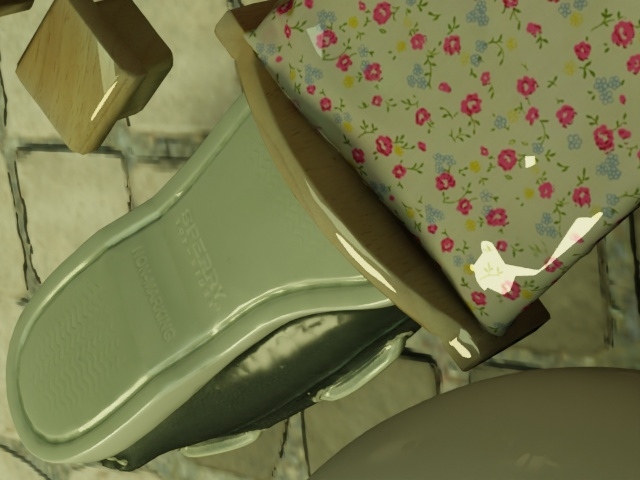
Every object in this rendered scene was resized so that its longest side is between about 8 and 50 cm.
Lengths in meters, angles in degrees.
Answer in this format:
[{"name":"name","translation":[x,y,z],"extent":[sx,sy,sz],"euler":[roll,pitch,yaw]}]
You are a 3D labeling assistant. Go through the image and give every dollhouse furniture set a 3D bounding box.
[{"name":"dollhouse furniture set","translation":[-0.021,-0.048,0.433],"extent":[0.355,0.174,0.303],"euler":[53,132,13]}]

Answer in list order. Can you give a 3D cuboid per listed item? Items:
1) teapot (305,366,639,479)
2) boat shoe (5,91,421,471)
[{"name":"teapot","translation":[0.097,0.136,0.476],"extent":[0.256,0.187,0.252],"euler":[32,127,16]},{"name":"boat shoe","translation":[0.000,0.000,0.610],"extent":[0.302,0.091,0.114],"euler":[-29,65,34]}]
